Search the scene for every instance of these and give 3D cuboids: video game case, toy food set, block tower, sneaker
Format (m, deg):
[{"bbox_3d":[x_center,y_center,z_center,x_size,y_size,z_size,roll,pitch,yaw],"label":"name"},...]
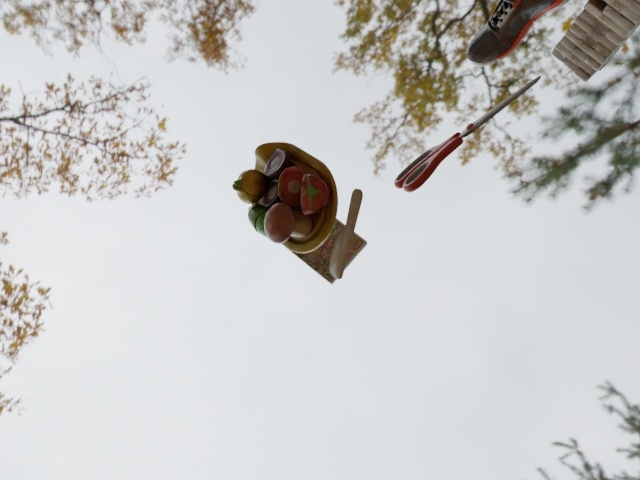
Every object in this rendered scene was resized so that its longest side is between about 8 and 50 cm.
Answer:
[{"bbox_3d":[0.000,0.000,0.979,0.122,0.011,0.087,38,-100,20],"label":"video game case"},{"bbox_3d":[-0.048,-0.051,0.806,0.071,0.218,0.128,2,-66,-44],"label":"toy food set"},{"bbox_3d":[0.514,-0.409,1.050,0.097,0.335,0.091,-41,-103,-21],"label":"block tower"},{"bbox_3d":[0.237,-0.288,0.779,0.065,0.158,0.061,18,-140,-44],"label":"sneaker"}]

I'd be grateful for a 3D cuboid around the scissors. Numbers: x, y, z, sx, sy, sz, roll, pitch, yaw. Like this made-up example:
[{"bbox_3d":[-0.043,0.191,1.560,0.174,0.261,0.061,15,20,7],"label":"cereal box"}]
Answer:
[{"bbox_3d":[0.243,-0.186,1.081,0.021,0.297,0.109,44,-166,-13],"label":"scissors"}]
